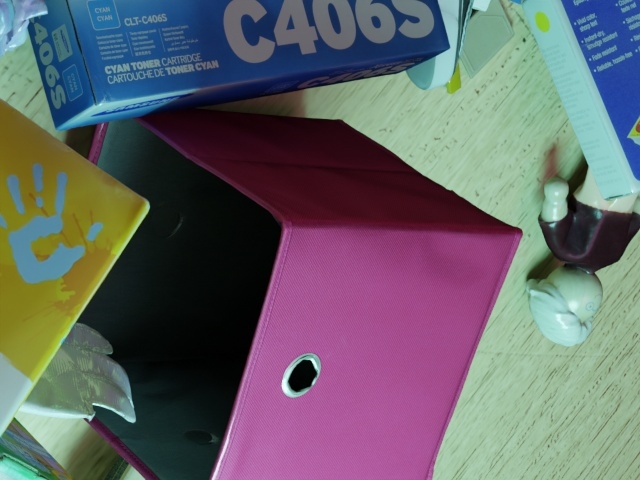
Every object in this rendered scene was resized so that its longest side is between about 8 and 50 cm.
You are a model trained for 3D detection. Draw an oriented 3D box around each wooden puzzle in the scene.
[{"bbox_3d":[0.162,-0.207,1.467,0.116,0.014,0.078,-41,141,-14],"label":"wooden puzzle"}]

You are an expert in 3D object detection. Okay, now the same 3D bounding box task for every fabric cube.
[{"bbox_3d":[-0.039,0.051,1.198,0.258,0.259,0.254,2,113,-42],"label":"fabric cube"}]

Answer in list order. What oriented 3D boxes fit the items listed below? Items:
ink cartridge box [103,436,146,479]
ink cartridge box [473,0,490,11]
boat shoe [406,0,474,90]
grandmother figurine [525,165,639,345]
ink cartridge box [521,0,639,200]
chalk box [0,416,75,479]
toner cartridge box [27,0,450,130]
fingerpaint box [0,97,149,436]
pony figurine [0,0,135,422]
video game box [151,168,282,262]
[{"bbox_3d":[-0.081,0.253,1.387,0.234,0.088,0.193,32,83,-13],"label":"ink cartridge box"},{"bbox_3d":[0.153,-0.283,1.396,0.063,0.029,0.115,8,109,-45],"label":"ink cartridge box"},{"bbox_3d":[0.121,-0.285,1.304,0.105,0.113,0.306,-13,116,-19],"label":"boat shoe"},{"bbox_3d":[0.323,-0.039,1.664,0.208,0.104,0.342,7,109,-35],"label":"grandmother figurine"},{"bbox_3d":[0.360,-0.238,1.539,0.303,0.072,0.307,-26,95,-28],"label":"ink cartridge box"},{"bbox_3d":[-0.283,0.218,1.185,0.132,0.213,0.132,-50,138,-4],"label":"chalk box"},{"bbox_3d":[-0.064,-0.199,1.157,0.348,0.075,0.165,-15,87,-36],"label":"toner cartridge box"},{"bbox_3d":[-0.381,0.009,0.756,0.445,0.163,0.371,36,74,-17],"label":"fingerpaint box"},{"bbox_3d":[-0.306,-0.023,0.997,0.351,0.303,0.363,5,103,-29],"label":"pony figurine"},{"bbox_3d":[-0.095,0.011,1.348,0.187,0.048,0.205,-11,123,-40],"label":"video game box"}]
